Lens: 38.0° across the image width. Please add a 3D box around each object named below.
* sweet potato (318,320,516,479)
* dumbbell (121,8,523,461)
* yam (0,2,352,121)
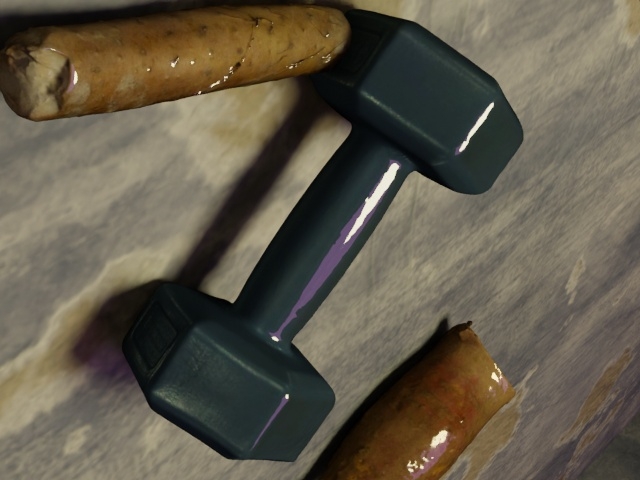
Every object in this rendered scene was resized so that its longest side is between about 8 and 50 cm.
[{"bbox_3d":[0.093,0.244,1.093,0.336,0.131,0.131,-42,150,-21],"label":"sweet potato"},{"bbox_3d":[0.000,0.000,0.663,0.316,0.143,0.156,-55,151,3],"label":"dumbbell"},{"bbox_3d":[-0.071,-0.106,0.535,0.241,0.057,0.057,-19,136,-46],"label":"yam"}]
